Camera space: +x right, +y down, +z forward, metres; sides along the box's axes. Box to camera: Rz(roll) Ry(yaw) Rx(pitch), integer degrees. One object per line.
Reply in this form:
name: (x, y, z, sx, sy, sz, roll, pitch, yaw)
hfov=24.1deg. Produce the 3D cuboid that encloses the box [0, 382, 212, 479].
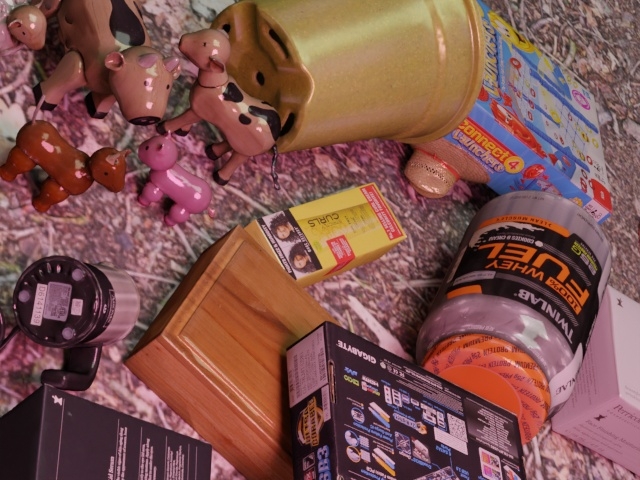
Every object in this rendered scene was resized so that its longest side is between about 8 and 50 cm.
box: (-0.197, 0.281, 1.295, 0.184, 0.103, 0.261, 28, 45, -33)

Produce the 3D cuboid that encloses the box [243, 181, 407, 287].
box: (0.000, 0.000, 1.745, 0.232, 0.058, 0.087, -18, 75, -51)

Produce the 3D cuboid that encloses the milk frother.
milk frother: (-0.262, 0.065, 1.406, 0.143, 0.129, 0.135, 26, 0, 9)

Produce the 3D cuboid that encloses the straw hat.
straw hat: (0.144, -0.089, 1.953, 0.144, 0.144, 0.061, 36, 79, -21)

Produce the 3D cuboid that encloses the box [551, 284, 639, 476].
box: (0.402, 0.186, 1.969, 0.181, 0.119, 0.181, 29, 44, -27)

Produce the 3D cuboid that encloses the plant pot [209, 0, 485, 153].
plant pot: (0.010, -0.220, 1.790, 0.254, 0.276, 0.276, -21, 78, -39)

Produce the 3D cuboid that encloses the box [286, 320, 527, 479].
box: (0.100, 0.261, 1.505, 0.296, 0.073, 0.293, 28, 41, -33)

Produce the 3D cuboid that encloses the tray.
tray: (0.001, 0.193, 1.590, 0.411, 0.076, 0.203, 44, 39, -10)

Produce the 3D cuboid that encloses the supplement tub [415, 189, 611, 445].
supplement tub: (0.230, 0.095, 1.802, 0.193, 0.193, 0.316, 44, 39, -12)

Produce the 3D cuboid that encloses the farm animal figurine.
farm animal figurine: (-0.198, -0.180, 1.587, 0.330, 0.172, 0.326, -18, 75, -51)

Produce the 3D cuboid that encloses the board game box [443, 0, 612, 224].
board game box: (0.262, -0.184, 2.092, 0.302, 0.086, 0.308, 36, 32, -22)
